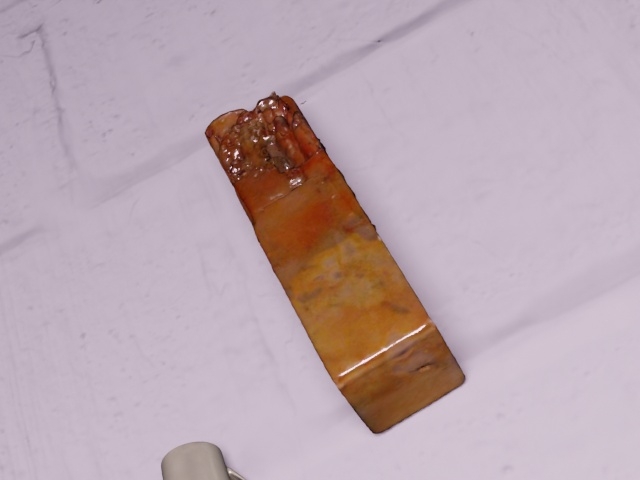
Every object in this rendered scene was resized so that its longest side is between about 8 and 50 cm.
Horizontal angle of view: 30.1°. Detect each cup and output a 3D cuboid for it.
[{"bbox_3d":[-0.078,0.191,0.872,0.075,0.054,0.083,-26,49,8],"label":"cup"}]

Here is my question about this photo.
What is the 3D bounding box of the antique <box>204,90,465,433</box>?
[{"bbox_3d":[0.000,0.000,0.942,0.087,0.093,0.310,-31,50,2],"label":"antique"}]
